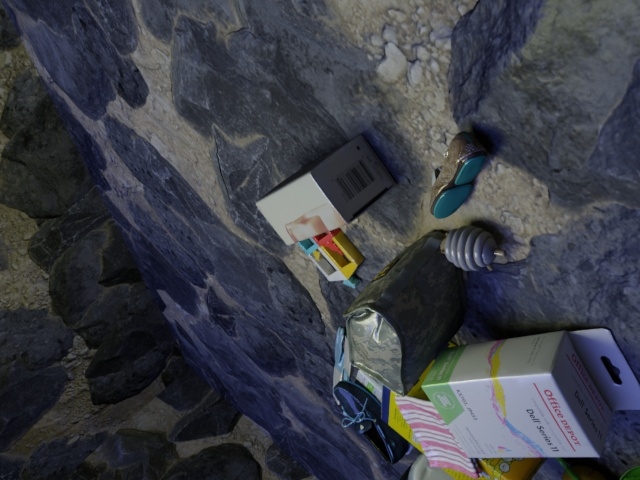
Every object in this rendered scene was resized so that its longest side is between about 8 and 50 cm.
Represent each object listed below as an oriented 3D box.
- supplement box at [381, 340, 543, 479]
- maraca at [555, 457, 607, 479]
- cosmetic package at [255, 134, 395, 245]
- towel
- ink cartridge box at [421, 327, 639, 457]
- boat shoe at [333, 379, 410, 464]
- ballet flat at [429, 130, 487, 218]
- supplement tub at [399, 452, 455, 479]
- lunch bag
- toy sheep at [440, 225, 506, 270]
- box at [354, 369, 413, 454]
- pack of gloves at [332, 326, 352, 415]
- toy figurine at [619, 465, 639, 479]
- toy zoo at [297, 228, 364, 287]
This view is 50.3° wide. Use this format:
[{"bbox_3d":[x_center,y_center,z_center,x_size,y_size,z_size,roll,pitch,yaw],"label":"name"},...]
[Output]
[{"bbox_3d":[0.335,0.410,1.554,0.357,0.194,0.195,34,151,27],"label":"supplement box"},{"bbox_3d":[0.568,0.532,1.472,0.127,0.099,0.185,50,-178,-37],"label":"maraca"},{"bbox_3d":[0.003,-0.096,1.425,0.129,0.153,0.296,54,156,-9],"label":"cosmetic package"},{"bbox_3d":[0.246,0.415,1.444,0.144,0.029,0.197,-9,115,56],"label":"towel"},{"bbox_3d":[0.394,0.292,1.270,0.354,0.119,0.207,-19,111,44],"label":"ink cartridge box"},{"bbox_3d":[0.129,0.479,1.799,0.258,0.089,0.109,42,141,8],"label":"boat shoe"},{"bbox_3d":[0.227,-0.113,1.160,0.206,0.073,0.067,110,143,-59],"label":"ballet flat"},{"bbox_3d":[0.337,0.747,2.012,0.207,0.207,0.338,41,154,17],"label":"supplement tub"},{"bbox_3d":[0.172,0.135,1.376,0.169,0.235,0.287,30,149,28],"label":"lunch bag"},{"bbox_3d":[0.275,0.015,1.227,0.132,0.091,0.091,3,131,39],"label":"toy sheep"},{"bbox_3d":[0.210,0.442,1.879,0.231,0.127,0.262,39,153,19],"label":"box"},{"bbox_3d":[0.080,0.373,1.954,0.195,0.046,0.231,-133,44,-73],"label":"pack of gloves"},{"bbox_3d":[0.623,0.530,1.339,0.173,0.130,0.159,-9,144,14],"label":"toy figurine"},{"bbox_3d":[0.000,0.000,1.705,0.293,0.030,0.192,49,155,-1],"label":"toy zoo"}]
